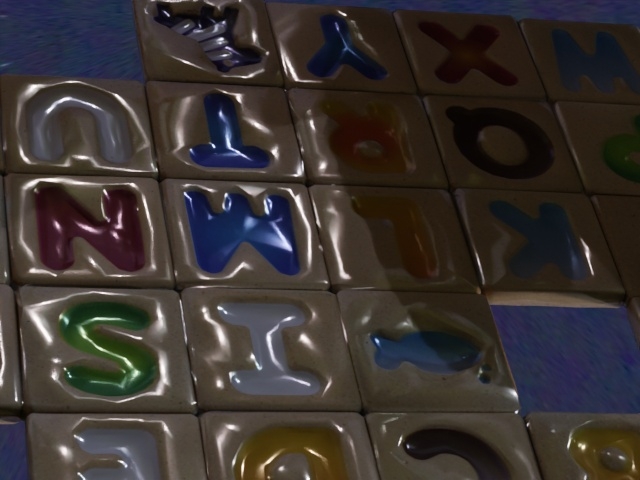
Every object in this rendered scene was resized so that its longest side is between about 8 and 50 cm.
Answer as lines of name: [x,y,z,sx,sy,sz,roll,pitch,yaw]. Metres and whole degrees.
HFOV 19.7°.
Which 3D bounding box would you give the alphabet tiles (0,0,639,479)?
alphabet tiles: [0.000,0.000,0.470,0.237,0.198,0.009,2,-46,-15]
